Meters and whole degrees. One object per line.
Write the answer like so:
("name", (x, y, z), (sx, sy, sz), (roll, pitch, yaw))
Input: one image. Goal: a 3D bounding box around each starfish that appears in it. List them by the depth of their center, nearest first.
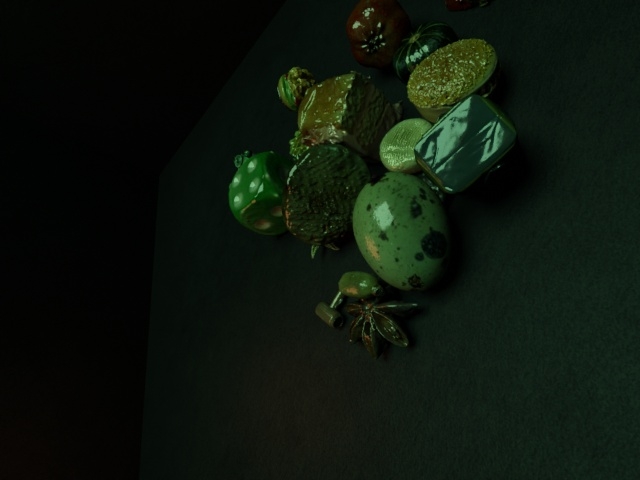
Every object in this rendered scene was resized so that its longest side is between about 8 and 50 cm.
("starfish", (0.000, 0.000, 1.686), (0.208, 0.053, 0.175), (15, 64, 38))

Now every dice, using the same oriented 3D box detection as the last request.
("dice", (-0.243, -0.218, 1.912), (0.300, 0.287, 0.296), (-34, 51, 33))

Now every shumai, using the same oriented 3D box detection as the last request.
("shumai", (0.011, -0.204, 1.599), (0.323, 0.325, 0.396), (-102, 25, -66))

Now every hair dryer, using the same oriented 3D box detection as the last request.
("hair dryer", (0.066, 0.229, 1.505), (0.117, 0.064, 0.181), (30, 89, 51))

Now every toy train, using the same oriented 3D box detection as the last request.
("toy train", (-0.399, -0.335, 2.208), (0.202, 0.120, 0.300), (34, 115, 38))

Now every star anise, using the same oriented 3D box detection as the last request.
("star anise", (0.193, 0.225, 1.320), (0.315, 0.108, 0.314), (-29, 48, 37))

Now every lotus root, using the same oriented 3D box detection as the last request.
("lotus root", (0.129, 0.144, 1.291), (0.183, 0.077, 0.090), (5, 73, 54))

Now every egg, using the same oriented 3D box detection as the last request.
("egg", (0.251, -0.029, 1.228), (0.288, 0.288, 0.378), (-37, 66, 31))

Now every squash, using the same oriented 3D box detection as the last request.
("squash", (0.393, -0.700, 1.517), (0.252, 0.165, 0.252), (-33, 37, 29))

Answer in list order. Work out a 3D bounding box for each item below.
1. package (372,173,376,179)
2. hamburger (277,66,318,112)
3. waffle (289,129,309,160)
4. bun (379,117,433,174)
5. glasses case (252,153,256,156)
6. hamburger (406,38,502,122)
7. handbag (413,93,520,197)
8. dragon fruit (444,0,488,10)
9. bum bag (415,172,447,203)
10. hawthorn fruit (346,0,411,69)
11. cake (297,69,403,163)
("package", (0.200, -0.221, 1.603), (0.083, 0.029, 0.059), (-51, 36, 31))
("hamburger", (-0.100, -0.790, 2.103), (0.149, 0.237, 0.236), (-17, 59, 41))
("waffle", (-0.043, -0.519, 2.007), (0.297, 0.073, 0.317), (-45, 35, 16))
("bun", (0.327, -0.325, 1.426), (0.221, 0.134, 0.220), (-18, 57, 29))
("glasses case", (-0.374, -0.435, 2.338), (0.317, 0.076, 0.123), (26, 95, 50))
("hamburger", (0.434, -0.527, 1.323), (0.302, 0.170, 0.301), (-15, 52, 20))
("handbag", (0.421, -0.259, 1.146), (0.222, 0.241, 0.263), (48, 111, 15))
("dragon fruit", (0.585, -0.991, 1.458), (0.317, 0.152, 0.204), (-42, 45, 27))
("bum bag", (0.300, -0.156, 1.404), (0.341, 0.095, 0.143), (-15, 57, 42))
("hawthorn fruit", (0.261, -0.895, 1.708), (0.287, 0.287, 0.330), (-23, 32, 41))
("cake", (0.107, -0.466, 1.620), (0.314, 0.307, 0.292), (14, 87, 50))
